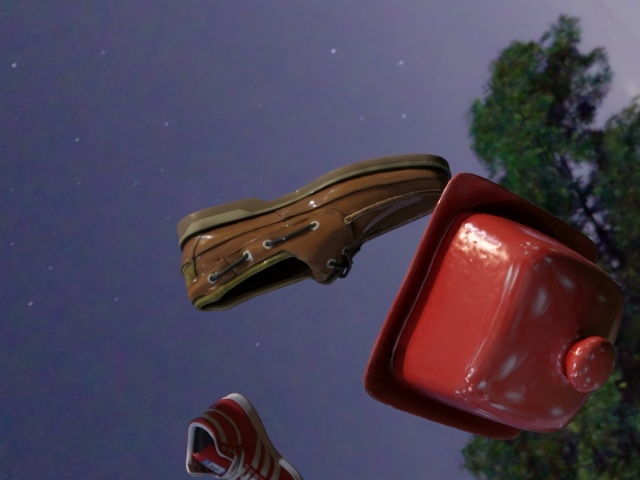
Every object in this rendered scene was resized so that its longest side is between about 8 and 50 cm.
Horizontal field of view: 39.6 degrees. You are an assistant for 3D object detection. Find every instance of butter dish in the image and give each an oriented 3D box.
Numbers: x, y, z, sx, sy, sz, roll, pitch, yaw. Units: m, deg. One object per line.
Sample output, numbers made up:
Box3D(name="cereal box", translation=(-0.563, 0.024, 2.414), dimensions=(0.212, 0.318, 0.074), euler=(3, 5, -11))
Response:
Box3D(name="butter dish", translation=(0.133, 0.060, 0.562), dimensions=(0.160, 0.118, 0.160), euler=(24, -89, -33))

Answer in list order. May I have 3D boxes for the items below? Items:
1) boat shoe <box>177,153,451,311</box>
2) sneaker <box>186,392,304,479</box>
Box3D(name="boat shoe", translation=(0.000, 0.000, 0.951), dimensions=(0.111, 0.307, 0.104), euler=(53, -158, -61))
Box3D(name="sneaker", translation=(-0.057, 0.177, 0.671), dimensions=(0.118, 0.042, 0.067), euler=(54, -149, 12))
